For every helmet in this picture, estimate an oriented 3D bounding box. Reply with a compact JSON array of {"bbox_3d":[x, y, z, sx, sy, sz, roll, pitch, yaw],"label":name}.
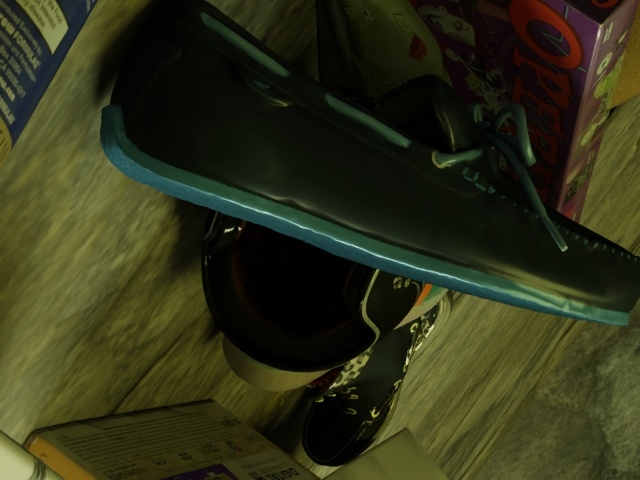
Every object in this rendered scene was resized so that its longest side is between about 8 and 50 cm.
[{"bbox_3d":[0.000,0.000,1.002,0.169,0.169,0.161,-47,164,-28],"label":"helmet"}]

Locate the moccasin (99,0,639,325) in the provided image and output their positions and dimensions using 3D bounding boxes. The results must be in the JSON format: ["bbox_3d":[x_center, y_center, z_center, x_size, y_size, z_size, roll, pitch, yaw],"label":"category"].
[{"bbox_3d":[0.052,-0.042,0.837,0.137,0.342,0.117,8,-100,62],"label":"moccasin"}]

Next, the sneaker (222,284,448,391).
[{"bbox_3d":[0.046,0.006,1.215,0.302,0.108,0.121,-37,159,-43],"label":"sneaker"}]

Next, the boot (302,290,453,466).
[{"bbox_3d":[0.015,0.131,1.417,0.178,0.085,0.236,-9,135,-58],"label":"boot"}]

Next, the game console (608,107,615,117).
[{"bbox_3d":[0.320,-0.227,1.611,0.342,0.060,0.386,-44,159,-34],"label":"game console"}]

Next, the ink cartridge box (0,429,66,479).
[{"bbox_3d":[-0.233,0.165,0.742,0.198,0.114,0.273,-52,163,-13],"label":"ink cartridge box"}]

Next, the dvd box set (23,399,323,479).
[{"bbox_3d":[0.012,0.264,1.065,0.062,0.420,0.307,-59,163,9],"label":"dvd box set"}]

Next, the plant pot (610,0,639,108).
[{"bbox_3d":[0.258,-0.226,1.229,0.254,0.237,0.237,-44,166,15],"label":"plant pot"}]

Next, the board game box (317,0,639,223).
[{"bbox_3d":[0.086,-0.104,0.959,0.056,0.208,0.347,-49,161,-21],"label":"board game box"}]

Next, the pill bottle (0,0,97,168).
[{"bbox_3d":[-0.117,-0.126,0.489,0.123,0.122,0.219,79,35,-66],"label":"pill bottle"}]

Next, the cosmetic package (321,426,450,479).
[{"bbox_3d":[-0.055,0.333,1.428,0.284,0.097,0.377,-44,168,22],"label":"cosmetic package"}]
